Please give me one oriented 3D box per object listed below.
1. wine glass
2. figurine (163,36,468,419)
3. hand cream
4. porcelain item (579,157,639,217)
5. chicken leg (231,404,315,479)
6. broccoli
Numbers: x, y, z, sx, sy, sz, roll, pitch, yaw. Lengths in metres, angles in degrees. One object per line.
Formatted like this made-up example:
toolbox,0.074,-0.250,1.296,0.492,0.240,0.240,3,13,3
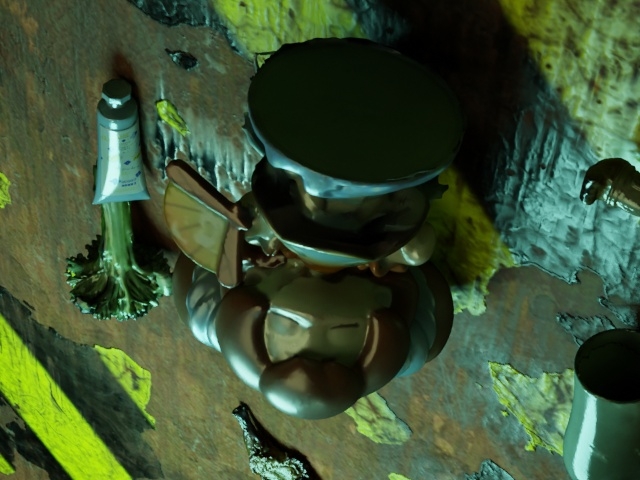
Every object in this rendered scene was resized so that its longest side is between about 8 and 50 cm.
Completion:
wine glass,0.279,0.188,1.858,0.103,0.103,0.231,27,144,26
figurine,-0.001,0.000,1.796,0.277,0.248,0.388,11,133,2
hand cream,-0.215,-0.100,2.114,0.065,0.043,0.170,-4,136,-7
porcelain item,0.312,-0.004,1.611,0.213,0.054,0.084,32,147,15
chicken leg,-0.061,0.265,2.436,0.145,0.037,0.062,41,129,1
broccoli,-0.229,-0.005,2.234,0.122,0.118,0.204,-125,30,-48
